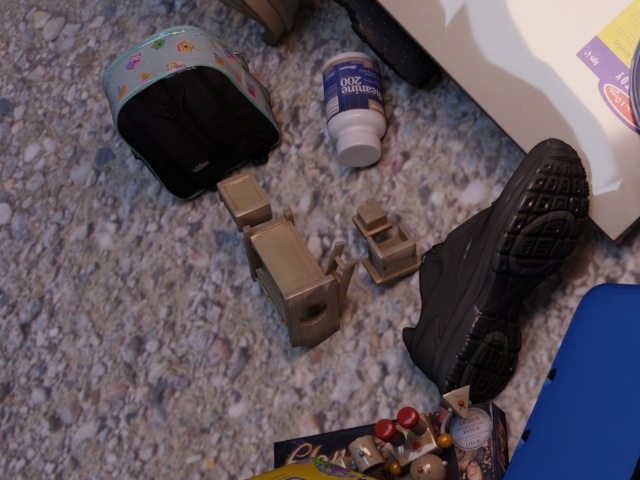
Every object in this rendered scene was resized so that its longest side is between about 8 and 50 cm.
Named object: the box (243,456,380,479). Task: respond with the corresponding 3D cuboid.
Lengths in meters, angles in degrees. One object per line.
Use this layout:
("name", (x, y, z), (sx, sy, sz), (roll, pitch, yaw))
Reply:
("box", (0.038, 0.379, 1.413), (0.279, 0.177, 0.289), (14, 103, 33))

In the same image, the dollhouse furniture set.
("dollhouse furniture set", (0.000, 0.000, 1.763), (0.161, 0.101, 0.182), (-23, 53, -12))

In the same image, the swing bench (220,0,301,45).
("swing bench", (-0.081, -0.408, 1.877), (0.255, 0.165, 0.253), (33, 83, -2))

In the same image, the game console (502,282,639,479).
("game console", (0.327, 0.199, 1.462), (0.250, 0.173, 0.293), (27, 73, -2))

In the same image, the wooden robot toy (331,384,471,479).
("wooden robot toy", (0.086, 0.212, 1.553), (0.173, 0.076, 0.079), (-31, 66, 12))

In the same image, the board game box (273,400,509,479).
("board game box", (0.070, 0.263, 1.603), (0.243, 0.042, 0.165), (-14, 61, 22))

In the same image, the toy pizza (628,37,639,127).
("toy pizza", (0.402, -0.153, 1.564), (0.201, 0.032, 0.201), (-1, 83, 11))

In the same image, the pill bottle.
("pill bottle", (0.039, -0.146, 1.806), (0.067, 0.067, 0.120), (-17, 60, 21))

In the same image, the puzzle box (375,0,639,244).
("puzzle box", (0.257, -0.230, 1.642), (0.272, 0.052, 0.409), (-43, 78, 3))

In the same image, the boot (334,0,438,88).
("boot", (0.073, -0.352, 1.764), (0.223, 0.338, 0.118), (-45, 21, 3))

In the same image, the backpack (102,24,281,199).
("backpack", (-0.155, -0.161, 1.844), (0.166, 0.188, 0.144), (-28, 56, 15))

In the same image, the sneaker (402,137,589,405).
("sneaker", (0.161, 0.020, 1.601), (0.130, 0.109, 0.286), (40, 108, 45))
